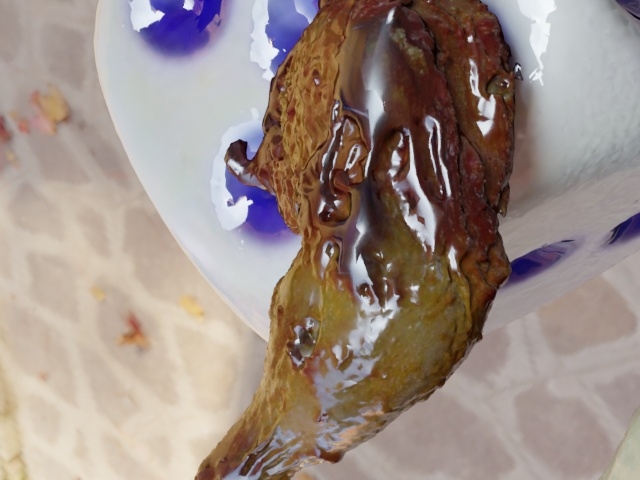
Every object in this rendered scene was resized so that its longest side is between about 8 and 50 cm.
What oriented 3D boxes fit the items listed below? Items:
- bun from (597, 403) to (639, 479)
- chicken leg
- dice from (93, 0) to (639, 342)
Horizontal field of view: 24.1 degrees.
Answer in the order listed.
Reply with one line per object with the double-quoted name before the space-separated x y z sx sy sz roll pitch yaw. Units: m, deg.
"bun" 0.298 0.195 0.873 0.362 0.326 0.234 59 -171 -36
"chicken leg" 0.009 0.003 0.766 0.177 0.083 0.322 -3 80 42
"dice" 0.061 -0.112 0.955 0.304 0.277 0.304 -34 70 26
